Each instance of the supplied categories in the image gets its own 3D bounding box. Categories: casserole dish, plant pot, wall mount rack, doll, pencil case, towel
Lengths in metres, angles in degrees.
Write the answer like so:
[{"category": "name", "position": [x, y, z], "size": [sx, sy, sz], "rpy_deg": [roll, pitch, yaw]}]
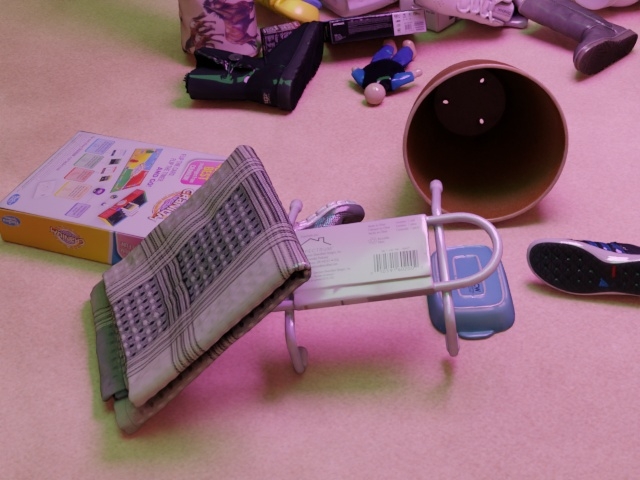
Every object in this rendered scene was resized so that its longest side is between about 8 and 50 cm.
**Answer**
[{"category": "casserole dish", "position": [0.201, 0.061, 1.607], "size": [0.114, 0.037, 0.188], "rpy_deg": [-4, 37, 2]}, {"category": "plant pot", "position": [0.241, -0.181, 1.806], "size": [0.237, 0.237, 0.254], "rpy_deg": [-2, 21, 3]}, {"category": "wall mount rack", "position": [0.059, 0.018, 1.552], "size": [0.350, 0.130, 0.304], "rpy_deg": [-7, 53, 6]}, {"category": "doll", "position": [0.121, -0.301, 2.110], "size": [0.129, 0.046, 0.189], "rpy_deg": [8, 37, 18]}, {"category": "pencil case", "position": [-0.202, -0.541, 2.173], "size": [0.160, 0.410, 0.183], "rpy_deg": [-12, 30, -13]}, {"category": "towel", "position": [-0.173, 0.050, 1.504], "size": [0.324, 0.056, 0.312], "rpy_deg": [-43, 36, 12]}]

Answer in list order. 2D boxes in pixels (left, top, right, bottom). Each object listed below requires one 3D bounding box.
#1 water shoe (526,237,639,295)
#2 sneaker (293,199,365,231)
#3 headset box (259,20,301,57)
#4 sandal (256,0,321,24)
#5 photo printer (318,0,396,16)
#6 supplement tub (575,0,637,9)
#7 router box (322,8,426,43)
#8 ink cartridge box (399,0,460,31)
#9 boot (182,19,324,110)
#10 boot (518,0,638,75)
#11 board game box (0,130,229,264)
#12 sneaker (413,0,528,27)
[{"category": "water shoe", "position": [0.383, 0.036, 1.609], "size": [0.203, 0.072, 0.080], "rpy_deg": [11, 17, 15]}, {"category": "sneaker", "position": [0.000, 0.000, 1.707], "size": [0.166, 0.065, 0.076], "rpy_deg": [-25, 57, -21]}, {"category": "headset box", "position": [-0.068, -0.372, 2.216], "size": [0.083, 0.062, 0.032], "rpy_deg": [-15, 38, -12]}, {"category": "sandal", "position": [-0.082, -0.523, 2.336], "size": [0.126, 0.138, 0.317], "rpy_deg": [20, 11, -48]}, {"category": "photo printer", "position": [0.083, -0.570, 2.421], "size": [0.256, 0.107, 0.307], "rpy_deg": [-29, 41, -18]}, {"category": "supplement tub", "position": [0.621, -0.564, 2.294], "size": [0.272, 0.191, 0.191], "rpy_deg": [-22, 39, -22]}, {"category": "router box", "position": [0.097, -0.400, 2.211], "size": [0.179, 0.046, 0.133], "rpy_deg": [-8, 11, -6]}, {"category": "ink cartridge box", "position": [0.234, -0.467, 2.318], "size": [0.099, 0.056, 0.135], "rpy_deg": [26, 46, 37]}, {"category": "boot", "position": [-0.117, -0.328, 2.132], "size": [0.207, 0.094, 0.246], "rpy_deg": [10, 44, 14]}, {"category": "boot", "position": [0.446, -0.387, 2.144], "size": [0.208, 0.076, 0.190], "rpy_deg": [40, 39, 25]}, {"category": "board game box", "position": [-0.296, -0.062, 1.808], "size": [0.317, 0.064, 0.242], "rpy_deg": [12, 39, 21]}, {"category": "sneaker", "position": [0.288, -0.456, 2.192], "size": [0.297, 0.111, 0.129], "rpy_deg": [-6, 37, -47]}]
